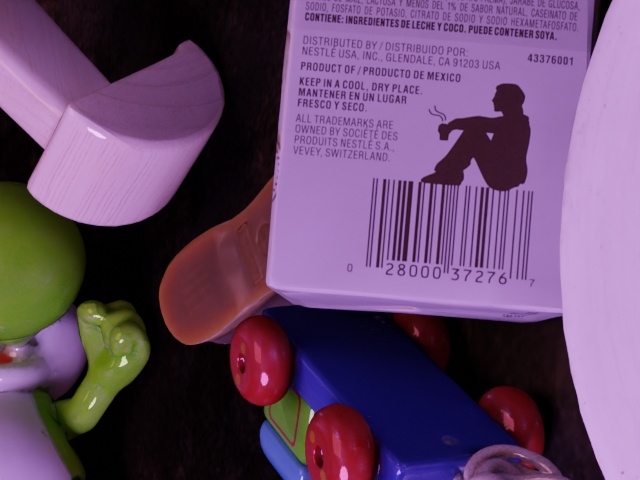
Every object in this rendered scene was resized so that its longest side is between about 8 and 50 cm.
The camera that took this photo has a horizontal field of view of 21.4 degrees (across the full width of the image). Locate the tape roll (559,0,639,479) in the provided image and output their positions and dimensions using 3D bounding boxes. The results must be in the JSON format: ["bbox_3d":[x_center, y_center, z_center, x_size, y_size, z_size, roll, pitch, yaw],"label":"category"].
[{"bbox_3d":[0.195,-0.009,0.501,0.286,0.100,0.286,-19,68,58],"label":"tape roll"}]

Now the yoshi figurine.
[{"bbox_3d":[-0.212,0.110,1.125,0.203,0.203,0.362,-34,51,34],"label":"yoshi figurine"}]

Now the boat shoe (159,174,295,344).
[{"bbox_3d":[0.000,0.000,0.868,0.207,0.073,0.073,-25,73,48],"label":"boat shoe"}]

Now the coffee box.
[{"bbox_3d":[0.051,-0.119,0.695,0.168,0.119,0.297,66,-151,-85],"label":"coffee box"}]

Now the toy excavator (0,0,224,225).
[{"bbox_3d":[-0.241,-0.244,1.159,0.222,0.433,0.445,-54,13,41],"label":"toy excavator"}]

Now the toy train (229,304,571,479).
[{"bbox_3d":[0.041,0.135,0.752,0.248,0.105,0.143,-136,48,-55],"label":"toy train"}]
